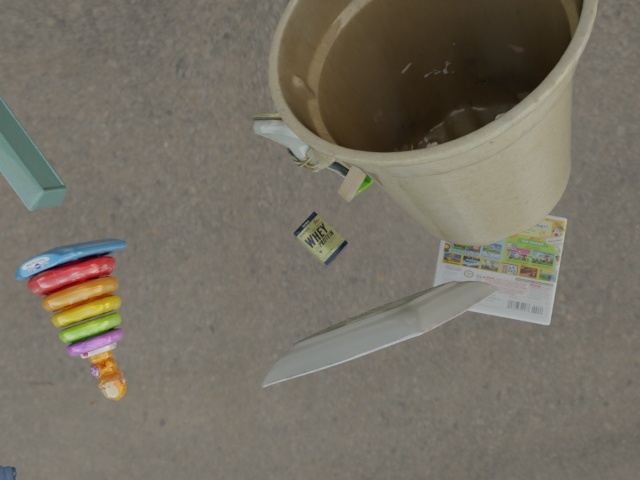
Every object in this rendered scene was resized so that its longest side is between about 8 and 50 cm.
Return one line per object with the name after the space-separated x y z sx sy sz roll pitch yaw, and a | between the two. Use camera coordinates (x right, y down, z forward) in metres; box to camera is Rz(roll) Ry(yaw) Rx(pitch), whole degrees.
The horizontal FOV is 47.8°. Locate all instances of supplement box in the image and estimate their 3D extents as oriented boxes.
0.000 0.000 1.304 0.083 0.083 0.056 43 85 4 | supplement box

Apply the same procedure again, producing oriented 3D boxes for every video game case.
0.338 0.040 1.378 0.227 0.026 0.206 10 87 7 | video game case

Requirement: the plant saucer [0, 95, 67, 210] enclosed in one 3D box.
-0.256 -0.106 0.537 0.018 0.067 0.192 -35 96 3 | plant saucer

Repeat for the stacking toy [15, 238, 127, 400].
-0.430 0.157 1.350 0.175 0.166 0.302 -19 89 29 | stacking toy

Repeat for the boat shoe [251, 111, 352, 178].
-0.008 -0.192 1.475 0.302 0.113 0.103 8 93 -36 | boat shoe

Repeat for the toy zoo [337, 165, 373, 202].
0.162 -0.196 1.265 0.030 0.293 0.192 46 149 10 | toy zoo

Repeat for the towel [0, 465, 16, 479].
-0.294 0.214 0.558 0.119 0.067 0.029 3 134 -39 | towel

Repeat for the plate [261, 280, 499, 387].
0.086 0.122 1.039 0.278 0.277 0.045 -24 84 34 | plate

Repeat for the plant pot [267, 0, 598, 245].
0.158 -0.154 0.831 0.334 0.334 0.305 -32 144 9 | plant pot
